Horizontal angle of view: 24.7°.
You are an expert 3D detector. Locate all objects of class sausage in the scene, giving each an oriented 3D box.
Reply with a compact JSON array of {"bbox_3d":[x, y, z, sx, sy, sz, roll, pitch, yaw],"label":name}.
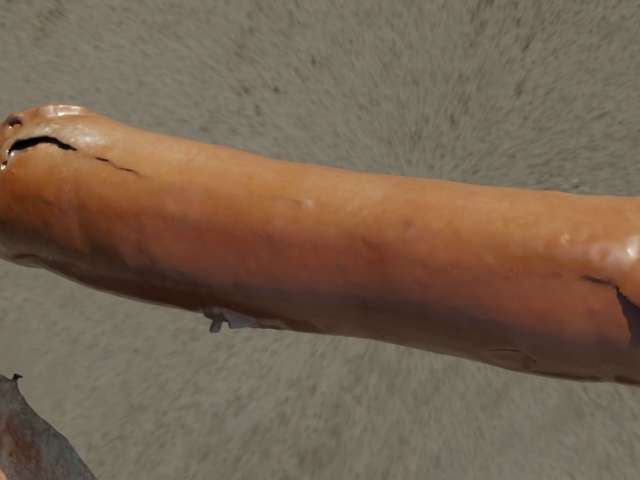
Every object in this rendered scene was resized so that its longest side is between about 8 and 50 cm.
[{"bbox_3d":[0.000,0.000,0.704,0.419,0.094,0.094,10,136,21],"label":"sausage"}]

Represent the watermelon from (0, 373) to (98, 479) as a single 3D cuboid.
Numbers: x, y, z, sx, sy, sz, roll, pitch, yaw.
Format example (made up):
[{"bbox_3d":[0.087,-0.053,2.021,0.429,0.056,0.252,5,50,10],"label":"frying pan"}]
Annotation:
[{"bbox_3d":[-0.239,0.226,0.893,0.250,0.283,0.293,-19,93,26],"label":"watermelon"}]
